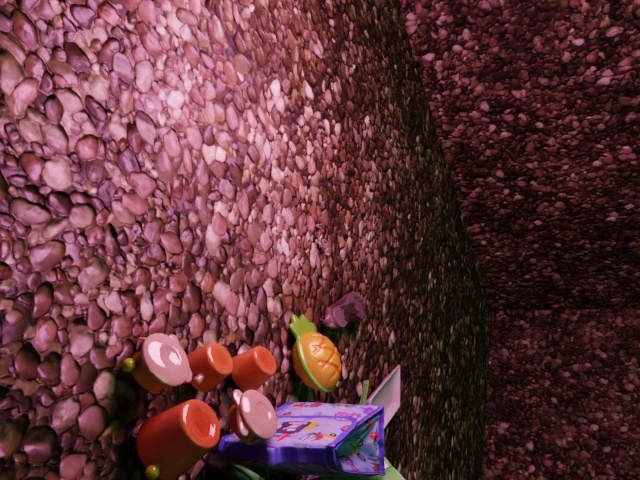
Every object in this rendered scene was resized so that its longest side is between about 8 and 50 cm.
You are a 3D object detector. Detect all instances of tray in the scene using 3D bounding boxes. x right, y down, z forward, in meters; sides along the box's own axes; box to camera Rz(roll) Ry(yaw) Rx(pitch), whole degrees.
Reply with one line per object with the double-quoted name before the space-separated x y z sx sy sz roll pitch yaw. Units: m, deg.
"tray" 0.185 0.482 1.623 0.270 0.030 0.145 -21 111 -62

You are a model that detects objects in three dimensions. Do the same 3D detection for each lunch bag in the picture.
"lunch bag" -0.029 0.380 1.001 0.293 0.220 0.138 25 63 -64

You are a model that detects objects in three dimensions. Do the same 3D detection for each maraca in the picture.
"maraca" -0.016 0.249 1.210 0.127 0.099 0.186 19 43 -64

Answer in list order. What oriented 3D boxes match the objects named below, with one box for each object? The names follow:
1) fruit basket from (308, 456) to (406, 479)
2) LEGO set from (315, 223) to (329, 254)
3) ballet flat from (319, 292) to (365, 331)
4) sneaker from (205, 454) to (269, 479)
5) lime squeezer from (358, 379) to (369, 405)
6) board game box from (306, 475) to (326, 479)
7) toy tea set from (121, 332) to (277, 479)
"fruit basket" 0.075 0.679 1.074 0.392 0.283 0.392 -8 109 -25
"LEGO set" 0.001 -0.001 1.369 0.054 0.023 0.083 25 51 -62
"ballet flat" 0.059 0.191 1.421 0.084 0.058 0.250 63 21 5
"sneaker" -0.132 0.491 0.932 0.124 0.107 0.283 -55 134 -44
"lime squeezer" 0.076 0.453 1.421 0.110 0.059 0.310 56 23 16
"board game box" 0.009 0.595 1.266 0.168 0.033 0.133 -25 108 -61
"toy tea set" -0.187 0.265 0.888 0.336 0.124 0.200 20 38 -57
